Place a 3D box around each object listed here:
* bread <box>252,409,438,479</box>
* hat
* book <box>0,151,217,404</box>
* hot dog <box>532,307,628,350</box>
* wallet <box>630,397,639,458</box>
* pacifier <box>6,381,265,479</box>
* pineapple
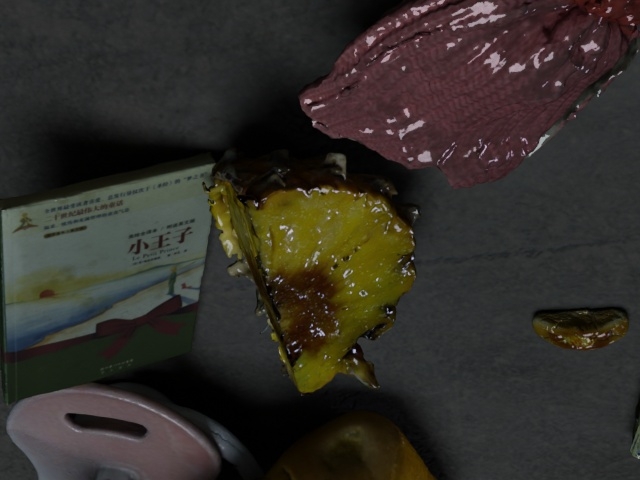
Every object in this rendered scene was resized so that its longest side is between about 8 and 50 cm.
[{"bbox_3d":[0.012,0.363,1.543,0.328,0.148,0.337,-36,137,-14],"label":"bread"},{"bbox_3d":[0.144,-0.147,1.110,0.236,0.107,0.286,7,148,-39],"label":"hat"},{"bbox_3d":[-0.200,0.040,1.375,0.201,0.026,0.289,-14,144,-21],"label":"book"},{"bbox_3d":[0.243,0.085,1.392,0.090,0.034,0.030,-4,136,15],"label":"hot dog"},{"bbox_3d":[0.365,0.168,1.450,0.110,0.039,0.155,6,137,4],"label":"wallet"},{"bbox_3d":[-0.213,0.275,1.570,0.220,0.273,0.332,38,149,34],"label":"pacifier"},{"bbox_3d":[-0.003,-0.004,1.301,0.161,0.158,0.334,-32,139,-10],"label":"pineapple"}]
